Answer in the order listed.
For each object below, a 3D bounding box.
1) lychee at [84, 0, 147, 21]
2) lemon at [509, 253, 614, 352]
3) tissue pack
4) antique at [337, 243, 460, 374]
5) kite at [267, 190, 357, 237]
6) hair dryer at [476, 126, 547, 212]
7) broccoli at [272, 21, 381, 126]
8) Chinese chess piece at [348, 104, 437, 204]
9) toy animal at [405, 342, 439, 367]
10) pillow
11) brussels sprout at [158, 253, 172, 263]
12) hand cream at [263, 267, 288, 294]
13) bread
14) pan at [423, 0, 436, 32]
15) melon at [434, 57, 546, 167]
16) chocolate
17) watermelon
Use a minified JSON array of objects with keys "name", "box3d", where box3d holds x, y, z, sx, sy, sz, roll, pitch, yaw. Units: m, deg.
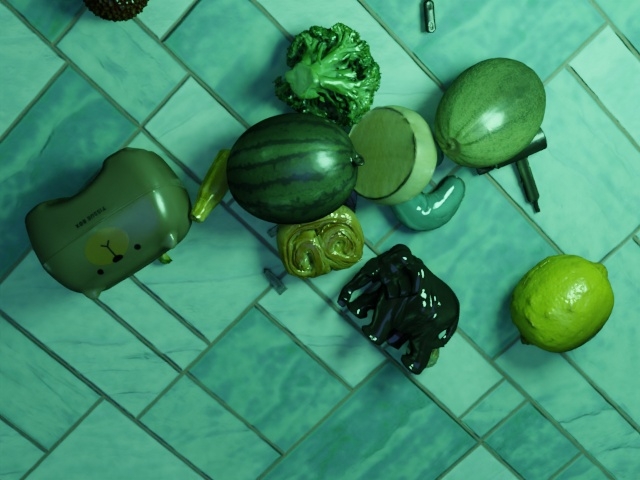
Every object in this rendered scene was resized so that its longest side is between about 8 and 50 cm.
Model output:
[{"name":"lychee","box3d":[-0.502,-0.623,1.653,0.188,0.188,0.188,-1,105,-2]},{"name":"lemon","box3d":[0.664,0.171,1.879,0.260,0.260,0.284,19,108,-7]},{"name":"tissue pack","box3d":[-0.522,-0.036,1.750,0.387,0.267,0.277,-31,89,6]},{"name":"antique","box3d":[0.234,0.175,1.895,0.322,0.185,0.255,38,104,-3]},{"name":"kite","box3d":[-0.014,-0.097,1.899,0.314,0.011,0.335,-37,103,7]},{"name":"hair dryer","box3d":[0.541,-0.173,1.877,0.195,0.078,0.248,-24,110,6]},{"name":"broccoli","box3d":[0.017,-0.407,1.714,0.261,0.241,0.269,-45,73,29]},{"name":"Chinese chess piece","box3d":[0.177,-0.218,1.756,0.104,0.257,0.257,2,110,-46]},{"name":"toy animal","box3d":[0.298,0.309,1.995,0.098,0.137,0.098,9,150,5]},{"name":"pillow","box3d":[0.284,-0.138,1.864,0.214,0.086,0.233,-37,105,2]},{"name":"brussels sprout","box3d":[-0.444,0.028,1.897,0.050,0.046,0.083,-6,108,17]},{"name":"hand cream","box3d":[-0.132,0.116,1.949,0.030,0.019,0.093,-37,106,9]},{"name":"bread","box3d":[-0.001,-0.003,1.860,0.236,0.120,0.198,-15,108,2]},{"name":"pan","box3d":[0.272,-0.653,1.749,0.136,0.028,0.235,-5,102,0]},{"name":"melon","box3d":[0.424,-0.318,1.713,0.329,0.248,0.249,-42,106,-30]},{"name":"chocolate","box3d":[-0.279,-0.140,1.782,0.085,0.085,0.219,33,60,-10]},{"name":"watermelon","box3d":[-0.059,-0.180,1.710,0.359,0.279,0.279,-9,106,14]}]
